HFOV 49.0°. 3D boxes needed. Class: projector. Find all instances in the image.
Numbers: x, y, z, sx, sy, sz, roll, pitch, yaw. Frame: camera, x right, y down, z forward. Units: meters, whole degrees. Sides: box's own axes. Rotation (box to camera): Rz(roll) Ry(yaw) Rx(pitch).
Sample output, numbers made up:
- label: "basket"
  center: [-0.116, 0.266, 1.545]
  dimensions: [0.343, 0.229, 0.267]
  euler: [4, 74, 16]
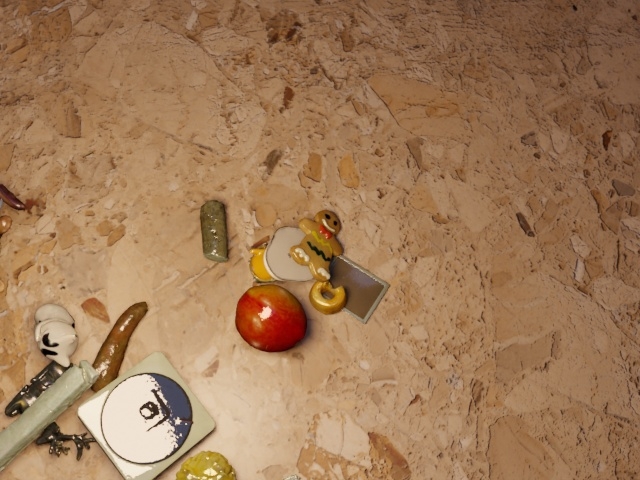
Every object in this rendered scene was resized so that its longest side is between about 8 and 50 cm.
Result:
- label: "projector"
  center: [-0.447, 0.460, 1.809]
  dimensions: [0.257, 0.079, 0.259]
  euler: [-36, 81, -25]

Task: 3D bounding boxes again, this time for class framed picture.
- label: "framed picture"
  center: [0.086, 0.136, 2.019]
  dimensions: [0.183, 0.011, 0.142]
  euler: [32, 70, 8]

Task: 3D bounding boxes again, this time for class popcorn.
- label: "popcorn"
  center: [-0.305, 0.611, 1.733]
  dimensions: [0.195, 0.173, 0.168]
  euler: [-9, 83, -2]

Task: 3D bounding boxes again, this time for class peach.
- label: "peach"
  center: [-0.127, 0.215, 1.884]
  dimensions: [0.197, 0.197, 0.197]
  euler: [1, 69, -4]

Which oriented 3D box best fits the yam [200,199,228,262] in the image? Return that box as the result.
- label: "yam"
  center: [-0.306, -0.024, 2.019]
  dimensions: [0.078, 0.078, 0.179]
  euler: [-5, 72, -6]

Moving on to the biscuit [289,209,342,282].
- label: "biscuit"
  center: [0.001, -0.001, 2.003]
  dimensions: [0.158, 0.035, 0.240]
  euler: [39, 46, -19]

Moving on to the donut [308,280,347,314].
- label: "donut"
  center: [0.020, 0.156, 1.978]
  dimensions: [0.108, 0.043, 0.097]
  euler: [22, 68, 9]

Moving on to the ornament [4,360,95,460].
- label: "ornament"
  center: [-0.660, 0.446, 1.812]
  dimensions: [0.236, 0.080, 0.202]
  euler: [40, 74, 13]

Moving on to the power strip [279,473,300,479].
- label: "power strip"
  center: [-0.090, 0.627, 1.814]
  dimensions: [0.083, 0.017, 0.027]
  euler: [-19, 73, -11]

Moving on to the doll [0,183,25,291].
- label: "doll"
  center: [-0.977, 0.005, 1.887]
  dimensions: [0.318, 0.209, 0.339]
  euler: [1, 71, 0]

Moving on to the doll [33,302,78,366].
- label: "doll"
  center: [-0.694, 0.243, 1.839]
  dimensions: [0.107, 0.110, 0.181]
  euler: [2, 23, -26]

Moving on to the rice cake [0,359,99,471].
- label: "rice cake"
  center: [-0.694, 0.431, 1.743]
  dimensions: [0.336, 0.063, 0.066]
  euler: [-43, 71, -10]

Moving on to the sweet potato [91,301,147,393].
- label: "sweet potato"
  center: [-0.547, 0.280, 1.888]
  dimensions: [0.075, 0.075, 0.273]
  euler: [20, 65, 4]

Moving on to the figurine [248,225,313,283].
- label: "figurine"
  center: [-0.104, 0.060, 2.004]
  dimensions: [0.250, 0.141, 0.166]
  euler: [-12, 75, -46]
